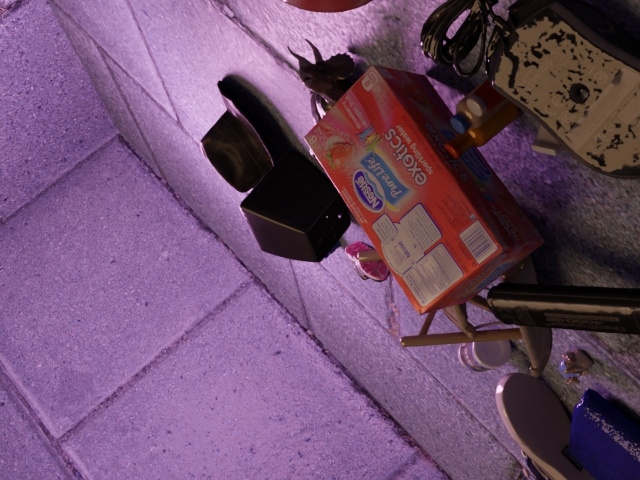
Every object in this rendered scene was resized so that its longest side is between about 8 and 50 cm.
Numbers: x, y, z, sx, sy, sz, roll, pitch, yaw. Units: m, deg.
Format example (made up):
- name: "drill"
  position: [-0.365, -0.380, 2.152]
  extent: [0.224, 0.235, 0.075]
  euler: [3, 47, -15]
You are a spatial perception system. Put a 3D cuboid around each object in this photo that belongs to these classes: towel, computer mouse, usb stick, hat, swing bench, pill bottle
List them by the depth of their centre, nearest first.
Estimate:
- name: "computer mouse"
  position: [0.248, -0.176, 0.838]
  extent: [0.272, 0.072, 0.188]
  euler: [44, 131, 4]
- name: "usb stick"
  position: [0.350, 0.088, 1.104]
  extent: [0.278, 0.045, 0.077]
  euler: [0, 145, 37]
- name: "swing bench"
  position: [0.233, 0.059, 1.354]
  extent: [0.254, 0.165, 0.253]
  euler: [8, 143, 31]
- name: "towel"
  position: [0.564, 0.400, 1.463]
  extent: [0.308, 0.076, 0.228]
  euler: [41, 157, 34]
- name: "pill bottle"
  position: [0.324, 0.222, 1.722]
  extent: [0.078, 0.078, 0.137]
  euler: [48, 167, 5]
- name: "hat"
  position: [-0.206, -0.212, 2.056]
  extent: [0.331, 0.134, 0.331]
  euler: [58, 177, 4]

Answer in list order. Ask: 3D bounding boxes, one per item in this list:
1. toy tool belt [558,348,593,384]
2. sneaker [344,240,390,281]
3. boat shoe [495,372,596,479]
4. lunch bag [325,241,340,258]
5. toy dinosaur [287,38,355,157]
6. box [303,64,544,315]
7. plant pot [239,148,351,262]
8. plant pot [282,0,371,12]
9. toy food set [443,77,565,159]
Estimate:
- name: "toy tool belt"
  position: [0.420, 0.216, 1.447]
  extent: [0.052, 0.051, 0.083]
  euler: [44, 166, 22]
- name: "sneaker"
  position: [0.118, 0.061, 1.987]
  extent: [0.075, 0.063, 0.170]
  euler: [58, 169, -31]
- name: "boat shoe"
  position: [0.437, 0.402, 1.729]
  extent: [0.341, 0.127, 0.158]
  euler: [51, 159, -9]
- name: "lunch bag"
  position: [0.000, 0.000, 2.190]
  extent: [0.067, 0.065, 0.098]
  euler: [32, 157, 53]
- name: "toy dinosaur"
  position: [0.029, -0.218, 1.448]
  extent: [0.313, 0.120, 0.160]
  euler: [76, 180, -82]
- name: "box"
  position: [0.135, -0.069, 1.152]
  extent: [0.142, 0.154, 0.300]
  euler: [-6, -122, -54]
- name: "plant pot"
  position: [-0.040, -0.059, 1.950]
  extent: [0.167, 0.188, 0.187]
  euler: [27, 156, 29]
- name: "plant pot"
  position: [0.012, -0.353, 0.811]
  extent: [0.272, 0.272, 0.265]
  euler: [50, 174, 1]
- name: "toy food set"
  position: [0.230, -0.139, 0.975]
  extent: [0.232, 0.104, 0.111]
  euler: [28, 155, 57]
